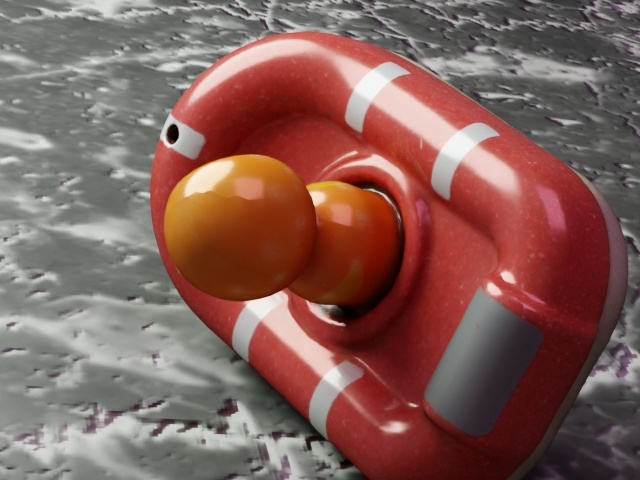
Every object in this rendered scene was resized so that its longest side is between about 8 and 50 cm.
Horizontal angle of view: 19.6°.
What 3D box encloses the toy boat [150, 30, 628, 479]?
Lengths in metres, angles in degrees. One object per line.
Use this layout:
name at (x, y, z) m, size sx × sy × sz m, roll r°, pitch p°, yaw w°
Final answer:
toy boat at (0.000, 0.000, 0.753) m, size 0.151 × 0.151 × 0.231 m, roll 14°, pitch 18°, yaw -44°
